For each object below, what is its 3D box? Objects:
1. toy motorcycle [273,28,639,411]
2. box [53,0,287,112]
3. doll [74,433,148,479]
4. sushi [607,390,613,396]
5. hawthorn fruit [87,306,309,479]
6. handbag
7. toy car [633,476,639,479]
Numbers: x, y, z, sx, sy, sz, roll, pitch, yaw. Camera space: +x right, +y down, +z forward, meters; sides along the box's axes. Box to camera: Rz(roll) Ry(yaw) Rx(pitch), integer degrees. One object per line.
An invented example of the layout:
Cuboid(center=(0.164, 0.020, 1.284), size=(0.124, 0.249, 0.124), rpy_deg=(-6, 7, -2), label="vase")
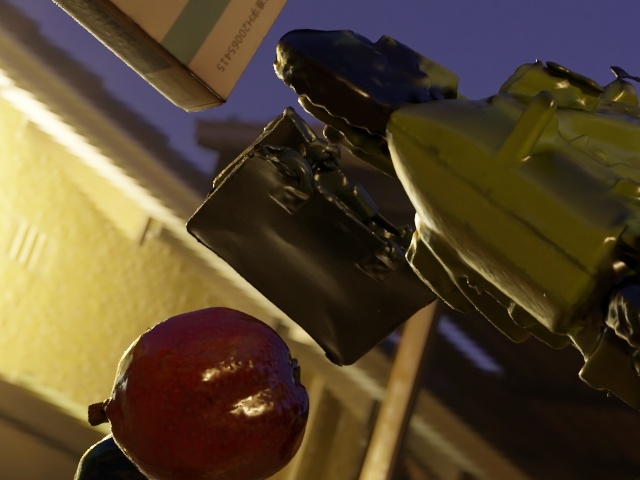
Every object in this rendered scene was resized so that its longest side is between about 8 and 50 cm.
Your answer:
Cuboid(center=(0.125, 0.005, 0.781), size=(0.206, 0.142, 0.342), rpy_deg=(9, 21, -39), label="toy motorcycle")
Cuboid(center=(-0.071, -0.290, 1.312), size=(0.200, 0.343, 0.065), rpy_deg=(41, -23, -27), label="box")
Cuboid(center=(-0.167, 0.276, 1.837), size=(0.199, 0.186, 0.322), rpy_deg=(16, -13, 5), label="doll")
Cuboid(center=(0.286, 0.105, 1.643), size=(0.056, 0.084, 0.083), rpy_deg=(7, -8, -8), label="sushi")
Cuboid(center=(-0.105, 0.145, 1.526), size=(0.188, 0.169, 0.169), rpy_deg=(-17, -21, -3), label="hawthorn fruit")
Cuboid(center=(-0.001, 0.002, 1.860), size=(0.247, 0.079, 0.260), rpy_deg=(41, -30, -6), label="handbag")
Cuboid(center=(0.227, 0.315, 1.581), size=(0.306, 0.125, 0.136), rpy_deg=(-12, -58, 0), label="toy car")
